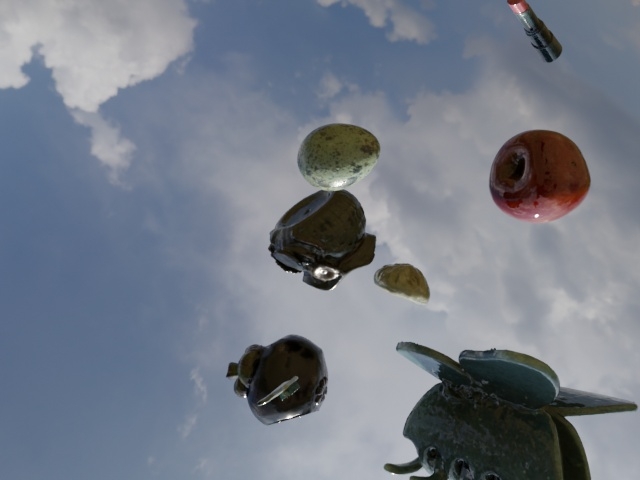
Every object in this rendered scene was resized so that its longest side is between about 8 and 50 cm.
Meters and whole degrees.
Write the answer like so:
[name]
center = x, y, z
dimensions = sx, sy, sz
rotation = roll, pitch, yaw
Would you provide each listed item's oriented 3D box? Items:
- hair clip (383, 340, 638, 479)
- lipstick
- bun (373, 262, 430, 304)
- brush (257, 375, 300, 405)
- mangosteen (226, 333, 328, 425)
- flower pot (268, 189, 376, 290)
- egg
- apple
[hair clip]
center = 0.289, 0.325, 0.862
dimensions = 0.392, 0.318, 0.239
rotation = 26, -106, -37
[lipstick]
center = 0.487, -0.491, 1.179
dimensions = 0.234, 0.053, 0.054
rotation = 21, -138, -43
[bun]
center = 0.250, 0.118, 1.521
dimensions = 0.183, 0.102, 0.183
rotation = 24, -179, 0
[brush]
center = -0.034, 0.131, 0.438
dimensions = 0.013, 0.016, 0.083
rotation = 62, -173, 11
[mangosteen]
center = -0.120, 0.397, 1.448
dimensions = 0.287, 0.287, 0.233
rotation = -8, -102, -35
[flower pot]
center = 0.000, 0.000, 1.473
dimensions = 0.213, 0.301, 0.302
rotation = 54, -140, -19
[egg]
center = 0.037, -0.168, 1.024
dimensions = 0.132, 0.172, 0.132
rotation = -10, -90, -70
[apple]
center = 0.605, -0.174, 1.413
dimensions = 0.216, 0.260, 0.261
rotation = 11, -131, -24
